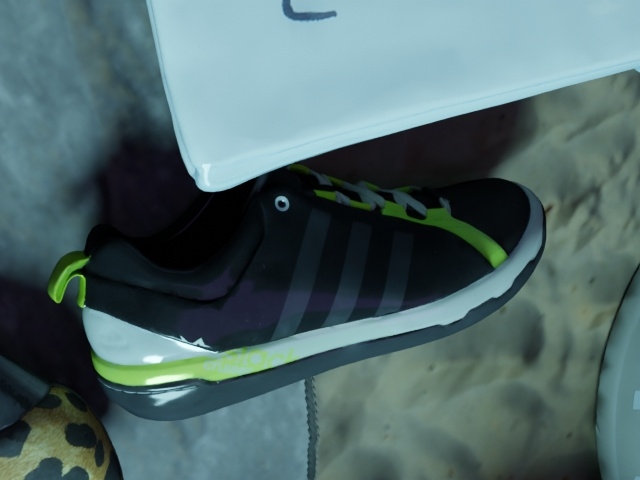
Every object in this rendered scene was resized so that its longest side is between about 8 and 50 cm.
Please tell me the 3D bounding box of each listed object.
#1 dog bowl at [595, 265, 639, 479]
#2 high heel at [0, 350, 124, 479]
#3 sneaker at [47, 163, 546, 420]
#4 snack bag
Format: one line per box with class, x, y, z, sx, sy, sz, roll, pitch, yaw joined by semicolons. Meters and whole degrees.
dog bowl;0.342;0.098;0.656;0.348;0.102;0.349;-3;101;-14
high heel;-0.200;0.146;0.425;0.186;0.093;0.261;42;75;-26
sneaker;0.000;0.000;0.494;0.234;0.084;0.097;-21;113;-22
snack bag;0.052;-0.210;0.456;0.323;0.037;0.343;-16;107;-24
